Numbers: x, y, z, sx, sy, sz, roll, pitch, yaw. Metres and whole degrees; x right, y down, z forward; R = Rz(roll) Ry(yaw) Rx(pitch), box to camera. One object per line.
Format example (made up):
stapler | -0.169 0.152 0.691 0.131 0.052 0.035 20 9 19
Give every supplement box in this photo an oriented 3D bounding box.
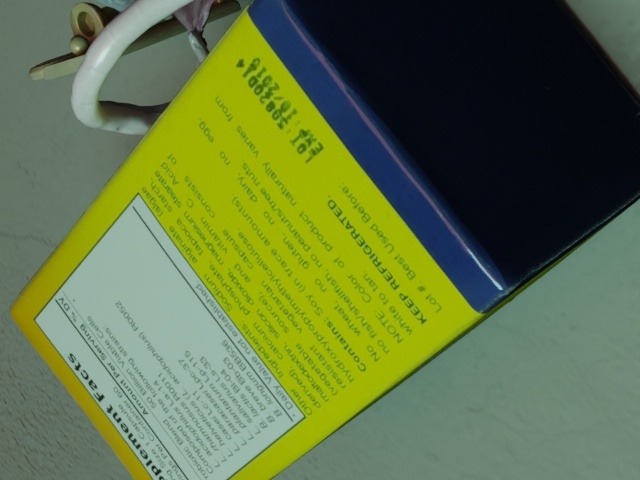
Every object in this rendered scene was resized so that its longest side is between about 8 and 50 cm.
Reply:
supplement box | 0.000 0.000 0.870 0.194 0.195 0.356 53 135 6

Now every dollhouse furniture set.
dollhouse furniture set | -0.164 -0.188 0.927 0.144 0.123 0.151 -7 107 46

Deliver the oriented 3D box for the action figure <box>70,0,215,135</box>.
action figure | -0.021 -0.228 0.702 0.370 0.248 0.275 -16 87 25
